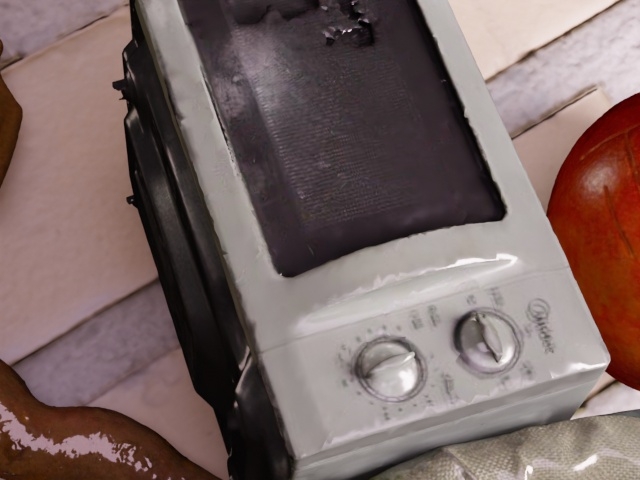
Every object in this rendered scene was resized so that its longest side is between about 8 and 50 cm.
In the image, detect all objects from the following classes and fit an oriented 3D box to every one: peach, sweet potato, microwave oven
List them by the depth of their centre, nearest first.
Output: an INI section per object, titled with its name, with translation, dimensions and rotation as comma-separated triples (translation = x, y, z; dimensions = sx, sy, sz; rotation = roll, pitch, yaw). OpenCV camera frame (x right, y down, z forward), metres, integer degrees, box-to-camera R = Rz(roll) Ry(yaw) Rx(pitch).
[microwave oven]
translation = 0.000, 0.000, 0.778
dimensions = 0.181, 0.237, 0.295
rotation = -15, 66, -13
[sweet potato]
translation = -0.155, 0.121, 0.833
dimensions = 0.218, 0.051, 0.065
rotation = 24, 68, -1
[peach]
translation = 0.227, -0.010, 0.873
dimensions = 0.197, 0.197, 0.197
rotation = 2, 74, -8

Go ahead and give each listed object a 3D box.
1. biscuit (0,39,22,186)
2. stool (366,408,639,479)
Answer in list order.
[biscuit]
translation = -0.274, -0.118, 0.853
dimensions = 0.182, 0.034, 0.215
rotation = 4, 58, -37
[stool]
translation = 0.153, 0.265, 0.678
dimensions = 0.310, 0.310, 0.226
rotation = -10, 37, -10
